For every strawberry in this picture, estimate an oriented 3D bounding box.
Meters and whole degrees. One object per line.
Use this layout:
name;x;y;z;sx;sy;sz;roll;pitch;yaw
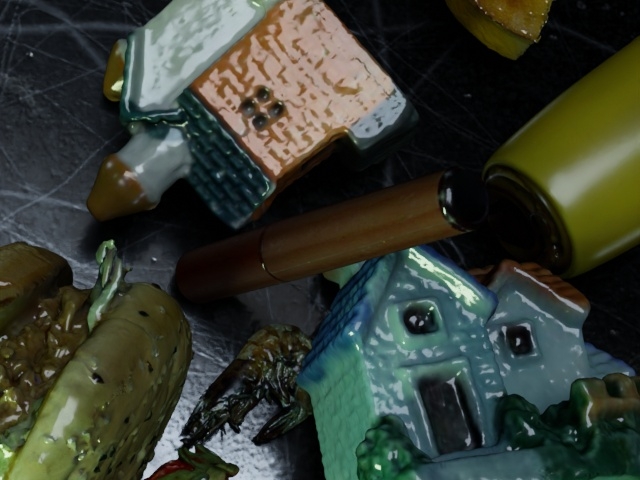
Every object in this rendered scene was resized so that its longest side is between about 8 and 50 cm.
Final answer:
strawberry;-0.120;0.267;1.362;0.082;0.146;0.187;7;89;31

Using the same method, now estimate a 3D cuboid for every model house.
model house;0.130;0.098;1.421;0.294;0.252;0.329;-6;65;-16
model house;-0.099;-0.118;1.499;0.301;0.190;0.271;-40;86;-8

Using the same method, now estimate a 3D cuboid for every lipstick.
lipstick;0.000;0.000;1.364;0.057;0.356;0.057;13;70;-39

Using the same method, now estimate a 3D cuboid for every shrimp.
shrimp;-0.058;0.145;1.460;0.091;0.034;0.161;45;65;5

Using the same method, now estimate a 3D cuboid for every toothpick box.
toothpick box;0.291;-0.082;1.559;0.271;0.175;0.175;-34;80;-20

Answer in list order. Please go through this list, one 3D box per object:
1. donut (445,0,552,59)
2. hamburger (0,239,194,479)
donut;0.188;-0.319;1.664;0.152;0.101;0.259;25;66;-2
hamburger;-0.242;0.148;1.292;0.195;0.277;0.318;27;68;5
